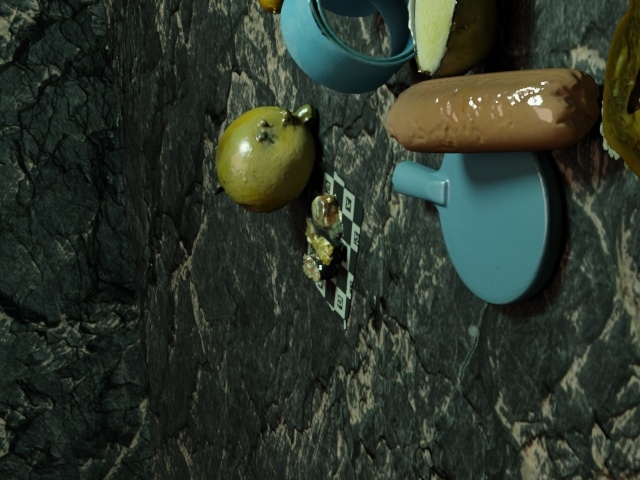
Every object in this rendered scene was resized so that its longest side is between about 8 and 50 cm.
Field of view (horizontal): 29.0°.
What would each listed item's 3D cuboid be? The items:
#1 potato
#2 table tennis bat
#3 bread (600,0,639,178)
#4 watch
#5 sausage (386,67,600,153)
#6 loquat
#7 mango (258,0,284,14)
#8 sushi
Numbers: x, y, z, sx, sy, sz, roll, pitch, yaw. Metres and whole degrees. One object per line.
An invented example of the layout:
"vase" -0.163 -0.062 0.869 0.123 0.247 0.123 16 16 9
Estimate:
"potato" 0.161 -0.280 1.383 0.164 0.081 0.200 -141 53 -72
"table tennis bat" 0.179 -0.045 1.436 0.329 0.044 0.215 -152 60 -62
"bread" 0.314 -0.131 0.990 0.192 0.109 0.210 -124 36 -53
"watch" 0.035 -0.290 1.542 0.211 0.211 0.193 136 144 -62
"sausage" 0.176 -0.135 1.309 0.289 0.086 0.086 3 97 56
"loquat" -0.080 -0.134 1.925 0.204 0.149 0.172 -48 16 17
"mango" -0.073 -0.412 1.952 0.077 0.063 0.127 111 153 -56
"sushi" 0.000 0.000 1.883 0.193 0.040 0.210 -125 37 -52
